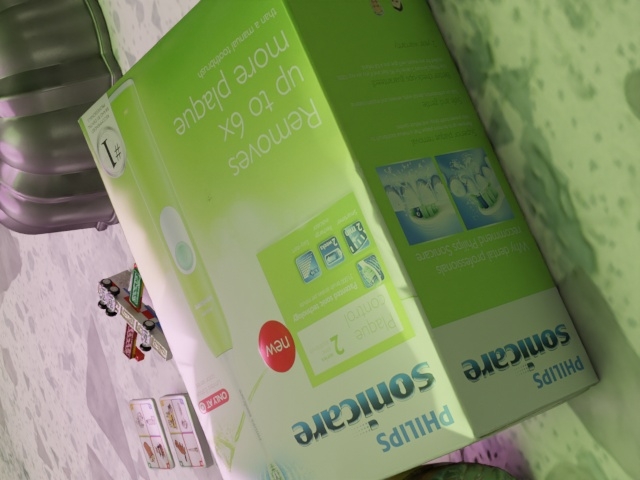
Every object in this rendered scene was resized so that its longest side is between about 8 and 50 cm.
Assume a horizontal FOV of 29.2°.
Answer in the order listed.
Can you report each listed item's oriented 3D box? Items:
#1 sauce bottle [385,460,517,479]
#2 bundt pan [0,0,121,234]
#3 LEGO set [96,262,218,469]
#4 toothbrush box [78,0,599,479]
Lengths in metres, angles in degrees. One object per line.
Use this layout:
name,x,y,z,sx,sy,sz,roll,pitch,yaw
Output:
sauce bottle,0.028,0.225,0.875,0.344,0.111,0.111,-35,74,62
bundt pan,-0.320,-0.153,1.284,0.331,0.124,0.331,41,141,46
LEGO set,-0.146,0.105,1.225,0.182,0.060,0.244,-14,94,51
toothbrush box,0.000,0.000,0.725,0.206,0.122,0.283,-32,78,44
